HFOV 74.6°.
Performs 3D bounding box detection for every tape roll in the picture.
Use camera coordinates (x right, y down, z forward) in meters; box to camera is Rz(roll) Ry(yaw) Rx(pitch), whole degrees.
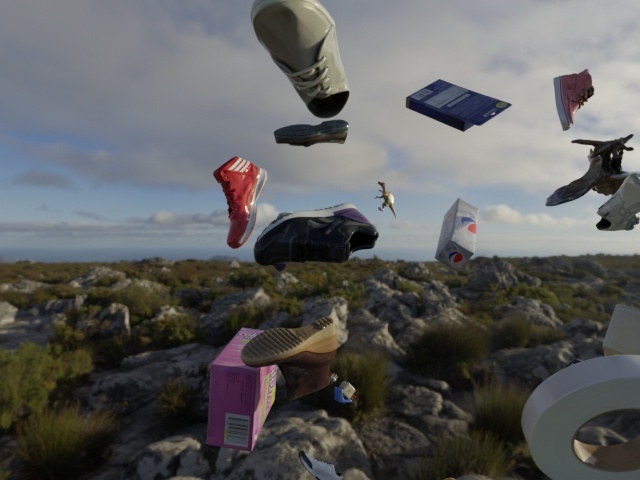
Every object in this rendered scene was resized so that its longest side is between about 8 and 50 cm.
[{"bbox_3d":[0.677,0.433,0.965,0.391,0.392,0.072,0,27,9],"label":"tape roll"}]

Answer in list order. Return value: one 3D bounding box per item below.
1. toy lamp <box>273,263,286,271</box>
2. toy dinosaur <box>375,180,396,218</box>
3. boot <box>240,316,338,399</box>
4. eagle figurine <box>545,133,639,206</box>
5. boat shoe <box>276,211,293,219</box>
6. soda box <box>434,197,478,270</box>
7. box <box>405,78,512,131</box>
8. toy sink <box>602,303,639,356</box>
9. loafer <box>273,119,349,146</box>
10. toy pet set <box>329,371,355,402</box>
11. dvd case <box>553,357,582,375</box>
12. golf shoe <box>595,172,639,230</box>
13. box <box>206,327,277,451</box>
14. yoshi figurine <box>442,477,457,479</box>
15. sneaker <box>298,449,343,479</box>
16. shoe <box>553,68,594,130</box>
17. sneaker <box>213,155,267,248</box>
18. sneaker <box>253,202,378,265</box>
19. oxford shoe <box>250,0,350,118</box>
[{"bbox_3d":[-0.016,0.002,1.215,0.274,0.080,0.080,-28,13,-25],"label":"toy lamp"},{"bbox_3d":[0.284,-0.162,1.769,0.053,0.183,0.092,-11,19,49],"label":"toy dinosaur"},{"bbox_3d":[-0.066,0.296,0.965,0.248,0.207,0.090,-12,31,-33],"label":"boot"},{"bbox_3d":[0.921,-0.213,1.399,0.226,0.298,0.225,28,56,28],"label":"eagle figurine"},{"bbox_3d":[-0.111,-0.051,1.385,0.084,0.095,0.258,30,2,9],"label":"boat shoe"},{"bbox_3d":[0.479,-0.028,1.461,0.091,0.098,0.286,31,40,1],"label":"soda box"},{"bbox_3d":[0.344,-0.339,1.059,0.136,0.037,0.225,-33,49,-23],"label":"box"},{"bbox_3d":[0.859,0.276,1.049,0.234,0.131,0.153,16,-16,41],"label":"toy sink"},{"bbox_3d":[-0.027,-0.351,1.441,0.267,0.084,0.096,-12,41,-15],"label":"loafer"},{"bbox_3d":[0.067,0.518,1.423,0.065,0.122,0.114,-45,14,-25],"label":"toy pet set"},{"bbox_3d":[0.763,0.432,1.214,0.164,0.018,0.221,28,-35,18],"label":"dvd case"},{"bbox_3d":[0.698,-0.078,0.980,0.086,0.069,0.176,-13,-44,13],"label":"golf shoe"},{"bbox_3d":[-0.197,0.380,1.111,0.117,0.214,0.243,6,9,5],"label":"box"},{"bbox_3d":[0.306,0.633,0.733,0.202,0.204,0.362,0,21,-16],"label":"yoshi figurine"},{"bbox_3d":[0.000,0.458,0.848,0.109,0.044,0.040,45,-13,-6],"label":"sneaker"},{"bbox_3d":[0.615,-0.344,1.013,0.081,0.178,0.063,-10,-39,34],"label":"shoe"},{"bbox_3d":[-0.218,-0.099,1.012,0.128,0.221,0.087,27,-25,-38],"label":"sneaker"},{"bbox_3d":[0.000,0.000,0.904,0.283,0.107,0.124,-20,42,-27],"label":"sneaker"},{"bbox_3d":[-0.024,-0.428,1.020,0.169,0.130,0.449,-14,-12,14],"label":"oxford shoe"}]
